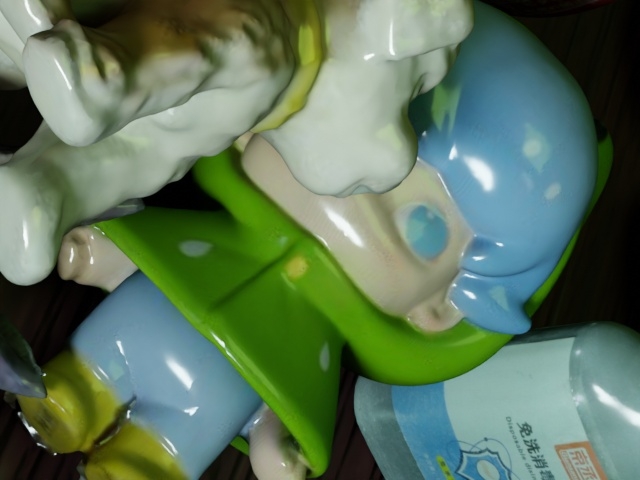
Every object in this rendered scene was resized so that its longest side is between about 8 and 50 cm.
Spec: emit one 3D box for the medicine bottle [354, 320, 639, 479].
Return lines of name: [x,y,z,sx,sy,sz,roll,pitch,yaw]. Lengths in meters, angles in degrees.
medicine bottle: [0.107,0.077,0.614,0.053,0.208,0.090,-39,109,-41]

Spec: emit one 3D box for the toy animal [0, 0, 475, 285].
toy animal: [-0.048,-0.092,0.474,0.185,0.104,0.184,-16,63,-35]

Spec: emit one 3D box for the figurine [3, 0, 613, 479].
figurine: [0.000,0.000,0.577,0.162,0.143,0.263,44,65,11]

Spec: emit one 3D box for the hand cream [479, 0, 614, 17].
hand cream: [0.084,-0.218,0.647,0.149,0.230,0.230,25,64,-40]

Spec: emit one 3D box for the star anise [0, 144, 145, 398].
star anise: [-0.145,-0.021,0.480,0.180,0.061,0.204,-30,98,-33]
